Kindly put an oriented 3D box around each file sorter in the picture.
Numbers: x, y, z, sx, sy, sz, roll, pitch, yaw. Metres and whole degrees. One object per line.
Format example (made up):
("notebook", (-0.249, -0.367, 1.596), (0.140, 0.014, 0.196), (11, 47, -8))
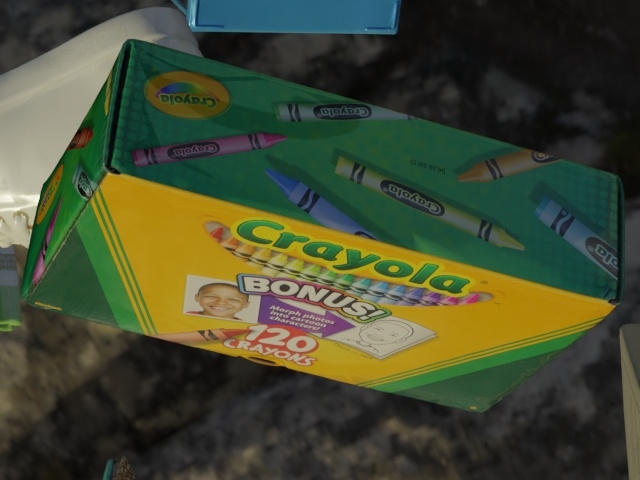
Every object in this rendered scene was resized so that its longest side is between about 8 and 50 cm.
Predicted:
("file sorter", (-0.029, -0.233, 1.539), (0.170, 0.118, 0.104), (-1, 24, -20))

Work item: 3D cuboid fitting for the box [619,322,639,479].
("box", (0.247, 0.139, 1.168), (0.121, 0.148, 0.311), (-5, 8, 6))

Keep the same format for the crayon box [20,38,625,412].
("crayon box", (0.000, 0.000, 1.048), (0.278, 0.165, 0.081), (15, 60, -16))

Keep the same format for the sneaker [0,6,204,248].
("sneaker", (-0.192, -0.027, 1.209), (0.290, 0.106, 0.123), (-28, 72, 12))

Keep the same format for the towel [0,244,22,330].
("towel", (-0.283, -0.004, 1.475), (0.113, 0.023, 0.152), (4, 61, -26))

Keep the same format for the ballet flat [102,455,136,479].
("ballet flat", (-0.150, 0.261, 1.478), (0.067, 0.073, 0.206), (12, 61, 0))
